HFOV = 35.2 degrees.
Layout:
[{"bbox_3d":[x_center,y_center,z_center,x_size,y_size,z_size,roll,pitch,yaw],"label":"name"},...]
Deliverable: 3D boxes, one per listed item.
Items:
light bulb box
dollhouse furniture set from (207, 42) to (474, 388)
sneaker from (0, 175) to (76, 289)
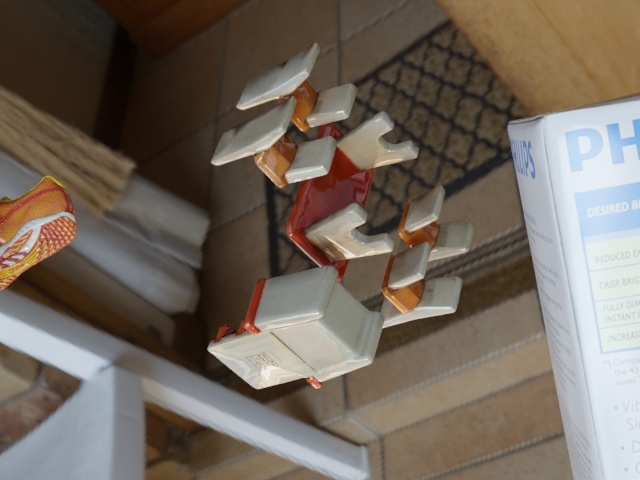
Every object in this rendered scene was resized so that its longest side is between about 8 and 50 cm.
[{"bbox_3d":[0.358,0.046,0.782,0.358,0.361,0.225,-10,5,5],"label":"light bulb box"},{"bbox_3d":[0.000,0.000,0.934,0.135,0.262,0.259,-19,39,38],"label":"dollhouse furniture set"},{"bbox_3d":[-0.299,0.001,0.932,0.175,0.064,0.067,-26,57,11],"label":"sneaker"}]
